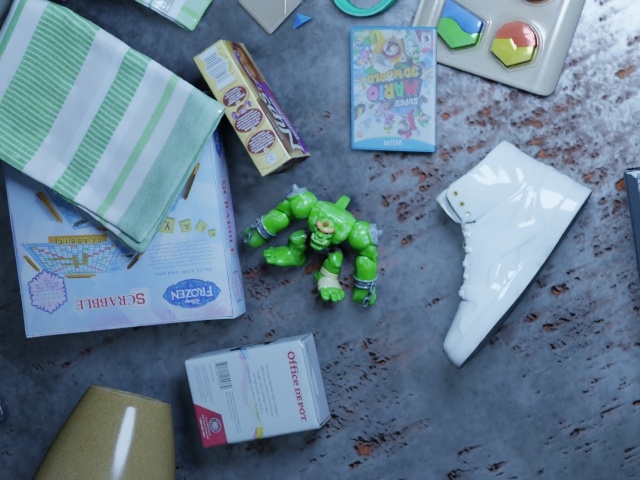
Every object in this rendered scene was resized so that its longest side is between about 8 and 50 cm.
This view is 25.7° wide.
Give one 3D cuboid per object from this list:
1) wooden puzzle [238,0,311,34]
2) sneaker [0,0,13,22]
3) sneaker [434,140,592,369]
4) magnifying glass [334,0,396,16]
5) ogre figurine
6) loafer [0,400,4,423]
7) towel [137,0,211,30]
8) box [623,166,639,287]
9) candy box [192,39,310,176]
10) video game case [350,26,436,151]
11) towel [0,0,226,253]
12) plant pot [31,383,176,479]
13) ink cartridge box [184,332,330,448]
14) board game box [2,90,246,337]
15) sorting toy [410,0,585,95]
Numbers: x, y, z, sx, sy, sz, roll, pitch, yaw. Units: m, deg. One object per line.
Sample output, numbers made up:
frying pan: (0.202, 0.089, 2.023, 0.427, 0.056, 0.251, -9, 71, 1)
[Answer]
wooden puzzle: (-0.069, -0.333, 1.936, 0.078, 0.014, 0.116, -38, 86, 18)
sneaker: (-0.505, -0.406, 1.968, 0.121, 0.099, 0.262, -42, 66, 13)
sneaker: (0.209, 0.012, 1.859, 0.169, 0.108, 0.292, 34, 92, 10)
magnifying glass: (0.118, -0.363, 1.861, 0.231, 0.026, 0.092, -16, 86, 23)
ogre figurine: (0.000, 0.000, 1.913, 0.197, 0.097, 0.118, 38, 121, 23)
loafer: (-0.537, 0.214, 2.075, 0.170, 0.061, 0.062, 45, 102, 5)
towel: (-0.209, -0.366, 1.919, 0.152, 0.023, 0.113, 29, 106, -27)
box: (0.497, 0.025, 1.785, 0.184, 0.103, 0.261, -7, 93, 17)
candy box: (-0.093, -0.179, 1.906, 0.053, 0.109, 0.186, -33, 87, 14)
video game case: (0.098, -0.204, 1.890, 0.119, 0.015, 0.166, 3, 103, 20)
towel: (-0.320, -0.163, 1.905, 0.325, 0.038, 0.247, 33, 111, 7)
plant pot: (-0.299, 0.337, 1.962, 0.237, 0.237, 0.254, 12, 84, 12)
ink cartridge box: (-0.086, 0.209, 1.959, 0.175, 0.072, 0.127, -11, 92, 14)
board game box: (-0.282, -0.034, 1.987, 0.319, 0.066, 0.317, -6, 94, 14)
sorting toy: (0.236, -0.310, 1.850, 0.208, 0.038, 0.193, 19, 99, 11)
